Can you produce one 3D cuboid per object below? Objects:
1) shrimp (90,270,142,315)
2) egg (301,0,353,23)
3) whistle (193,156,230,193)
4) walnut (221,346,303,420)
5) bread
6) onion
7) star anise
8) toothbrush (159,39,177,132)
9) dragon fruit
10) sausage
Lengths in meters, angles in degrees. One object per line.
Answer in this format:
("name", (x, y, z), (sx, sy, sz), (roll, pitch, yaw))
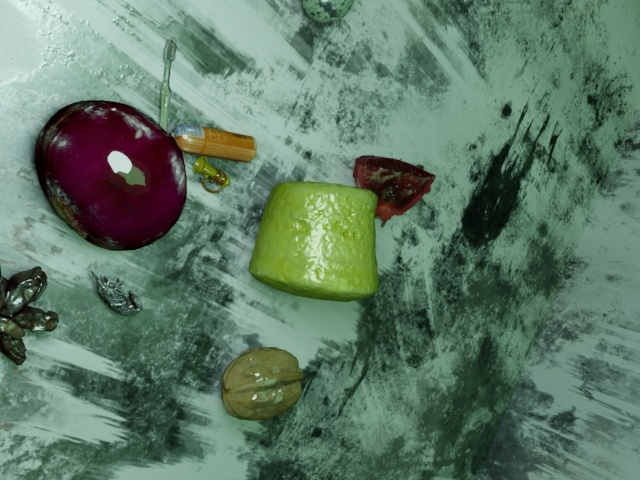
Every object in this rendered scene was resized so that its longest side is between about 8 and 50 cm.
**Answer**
("shrimp", (-0.473, 0.120, 1.432), (0.065, 0.056, 0.165), (-36, 134, -11))
("egg", (0.024, -0.637, 1.612), (0.172, 0.132, 0.132), (-47, 128, -35))
("whistle", (-0.268, -0.155, 1.547), (0.109, 0.046, 0.057), (41, 60, -46))
("walnut", (-0.156, 0.387, 1.690), (0.245, 0.198, 0.198), (-4, 104, -30))
("bread", (0.000, 0.000, 1.620), (0.348, 0.348, 0.307), (10, 92, -42))
("onion", (-0.408, -0.131, 1.294), (0.282, 0.260, 0.336), (-38, 123, -34))
("star anise", (-0.634, 0.149, 1.272), (0.220, 0.099, 0.214), (39, 84, -40))
("toothbrush", (-0.359, -0.312, 1.439), (0.026, 0.028, 0.294), (-2, 107, -40))
("dragon fruit", (0.185, -0.151, 1.896), (0.262, 0.134, 0.211), (9, 108, -27))
("sausage", (-0.267, -0.238, 1.505), (0.234, 0.071, 0.071), (4, 98, -42))
